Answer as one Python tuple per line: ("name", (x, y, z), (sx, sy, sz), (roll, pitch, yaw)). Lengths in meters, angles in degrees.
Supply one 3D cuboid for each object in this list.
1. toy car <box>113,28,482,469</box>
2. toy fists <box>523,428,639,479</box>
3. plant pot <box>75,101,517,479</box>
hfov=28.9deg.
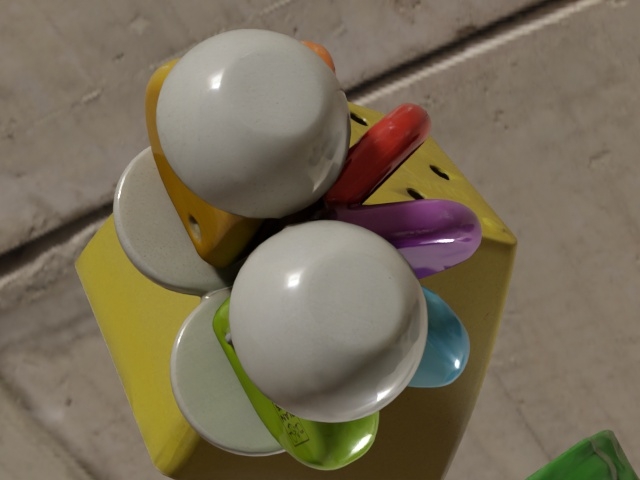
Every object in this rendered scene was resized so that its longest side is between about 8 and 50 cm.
("toy car", (0.000, 0.000, 0.521), (0.136, 0.182, 0.159), (-16, -12, -24))
("toy fists", (0.075, 0.133, 0.318), (0.096, 0.279, 0.142), (-44, -108, 20))
("plant pot", (-0.003, 0.020, 0.796), (0.212, 0.212, 0.187), (14, -62, -35))
